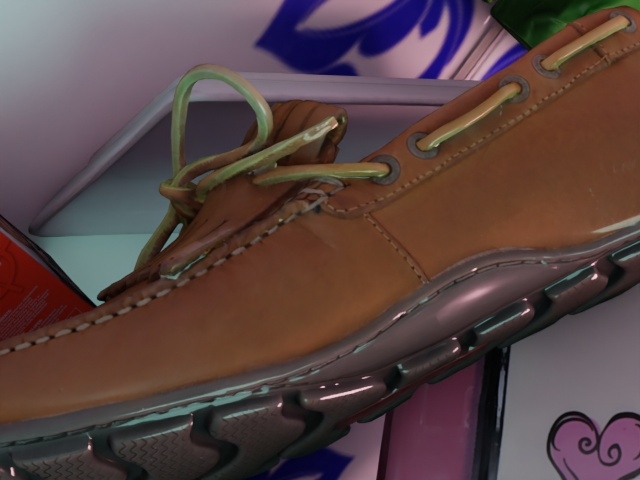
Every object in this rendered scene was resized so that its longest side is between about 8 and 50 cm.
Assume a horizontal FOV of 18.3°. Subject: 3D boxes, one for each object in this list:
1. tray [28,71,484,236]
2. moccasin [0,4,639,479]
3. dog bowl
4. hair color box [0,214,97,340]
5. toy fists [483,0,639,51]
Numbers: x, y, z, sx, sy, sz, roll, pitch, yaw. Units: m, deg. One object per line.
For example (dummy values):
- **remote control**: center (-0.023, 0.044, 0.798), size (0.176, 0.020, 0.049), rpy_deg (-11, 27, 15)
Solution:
- **tray**: center (0.003, -0.045, 0.962), size (0.270, 0.030, 0.145), rpy_deg (-2, 156, -39)
- **moccasin**: center (0.000, -0.001, 0.839), size (0.380, 0.147, 0.139), rpy_deg (-25, 165, -13)
- **dog bowl**: center (0.099, 0.166, 1.039), size (0.150, 0.408, 0.408), rpy_deg (9, 131, 1)
- **hair color box**: center (-0.151, 0.010, 0.877), size (0.043, 0.072, 0.141), rpy_deg (-47, 145, -2)
- **toy fists**: center (0.137, -0.159, 0.966), size (0.142, 0.096, 0.279), rpy_deg (-49, 142, 6)
